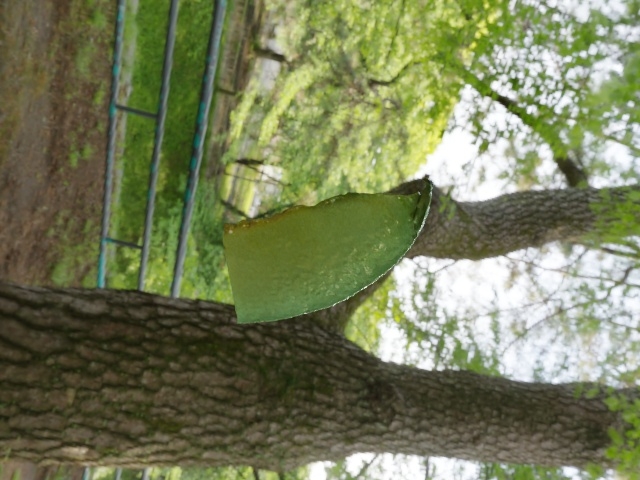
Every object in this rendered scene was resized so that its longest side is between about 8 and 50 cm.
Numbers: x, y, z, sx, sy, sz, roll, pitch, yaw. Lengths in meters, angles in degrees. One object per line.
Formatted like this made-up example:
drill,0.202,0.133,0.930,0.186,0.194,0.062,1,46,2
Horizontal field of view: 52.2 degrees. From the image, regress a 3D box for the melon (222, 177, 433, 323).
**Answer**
melon,0.000,0.000,0.584,0.261,0.114,0.053,-24,-160,38
